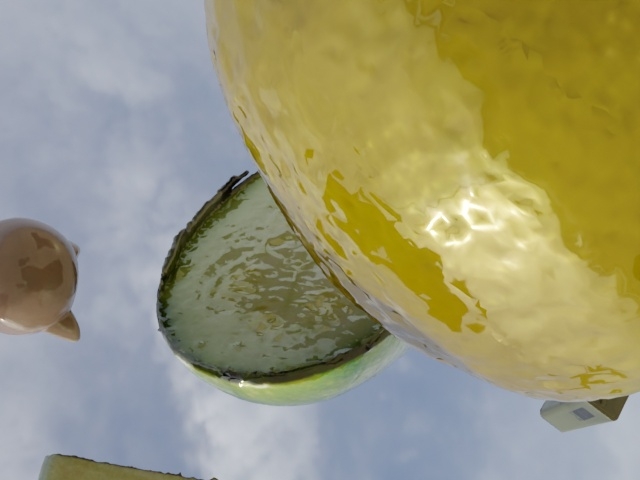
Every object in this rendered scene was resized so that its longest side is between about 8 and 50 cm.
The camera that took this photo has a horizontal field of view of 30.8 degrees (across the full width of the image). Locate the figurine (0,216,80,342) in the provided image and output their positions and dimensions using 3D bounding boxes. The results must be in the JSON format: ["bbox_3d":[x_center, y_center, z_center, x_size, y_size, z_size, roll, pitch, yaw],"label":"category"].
[{"bbox_3d":[-0.301,0.039,1.160,0.138,0.125,0.125,20,-118,-39],"label":"figurine"}]

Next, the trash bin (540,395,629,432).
[{"bbox_3d":[0.261,0.151,1.139,0.043,0.092,0.061,36,-116,-3],"label":"trash bin"}]

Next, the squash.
[{"bbox_3d":[-0.017,0.027,1.003,0.309,0.233,0.210,-1,-79,-71],"label":"squash"}]

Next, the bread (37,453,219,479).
[{"bbox_3d":[-0.054,0.178,0.581,0.193,0.036,0.112,10,-117,-4],"label":"bread"}]

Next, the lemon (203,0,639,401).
[{"bbox_3d":[0.100,-0.117,0.607,0.364,0.364,0.364,22,-120,-46],"label":"lemon"}]
